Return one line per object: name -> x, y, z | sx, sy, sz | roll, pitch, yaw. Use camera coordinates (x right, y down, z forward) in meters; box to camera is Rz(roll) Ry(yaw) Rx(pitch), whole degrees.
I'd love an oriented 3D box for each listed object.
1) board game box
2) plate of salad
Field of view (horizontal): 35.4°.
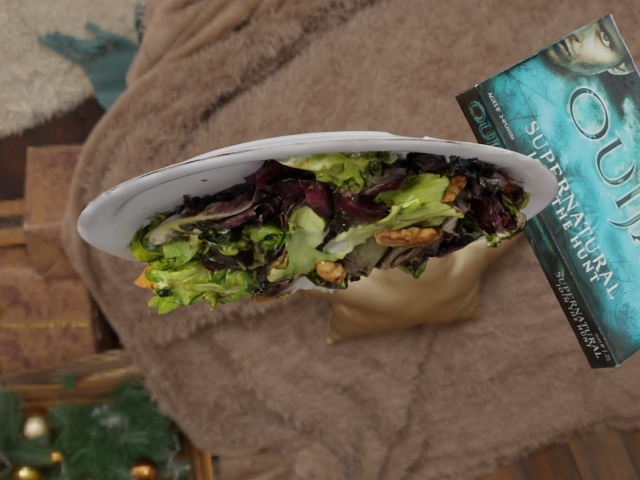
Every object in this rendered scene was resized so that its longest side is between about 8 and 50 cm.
board game box -> 0.173, -0.033, 0.616 | 0.126, 0.186, 0.026 | -31, -174, -28
plate of salad -> 0.000, 0.000, 0.421 | 0.199, 0.048, 0.200 | -4, 166, -1
